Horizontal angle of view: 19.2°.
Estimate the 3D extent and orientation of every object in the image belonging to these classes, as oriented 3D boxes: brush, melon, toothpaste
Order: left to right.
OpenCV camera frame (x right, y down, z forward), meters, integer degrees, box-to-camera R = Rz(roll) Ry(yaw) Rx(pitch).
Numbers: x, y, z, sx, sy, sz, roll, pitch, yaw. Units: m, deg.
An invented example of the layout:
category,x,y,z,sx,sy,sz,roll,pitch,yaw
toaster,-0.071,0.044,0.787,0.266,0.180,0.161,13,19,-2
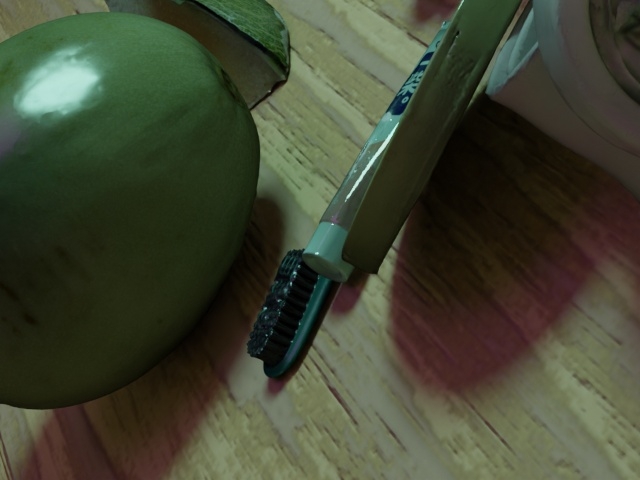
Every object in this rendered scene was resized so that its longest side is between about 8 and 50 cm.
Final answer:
category,x,y,z,sx,sy,sz,roll,pitch,yaw
melon,-0.185,-0.021,1.346,0.308,0.271,0.272,-63,24,5
melon,-0.095,-0.177,1.556,0.139,0.202,0.093,-33,-26,-55
brush,0.000,0.000,1.244,0.043,0.032,0.193,-6,56,60
toothpaste,0.051,-0.067,1.233,0.056,0.036,0.205,-1,54,58

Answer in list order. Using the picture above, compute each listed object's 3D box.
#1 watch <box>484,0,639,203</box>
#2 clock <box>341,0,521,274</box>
category,x,y,z,sx,sy,sz,roll,pitch,yaw
watch,0.207,-0.129,0.901,0.244,0.196,0.231,-56,3,6
clock,0.077,-0.086,1.096,0.235,0.029,0.235,-62,-4,-7
